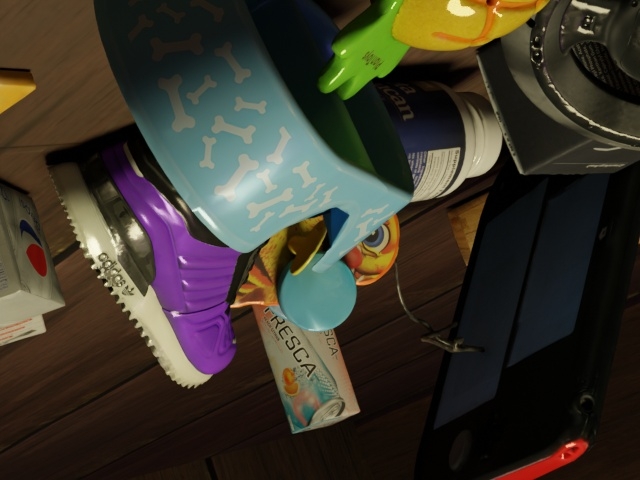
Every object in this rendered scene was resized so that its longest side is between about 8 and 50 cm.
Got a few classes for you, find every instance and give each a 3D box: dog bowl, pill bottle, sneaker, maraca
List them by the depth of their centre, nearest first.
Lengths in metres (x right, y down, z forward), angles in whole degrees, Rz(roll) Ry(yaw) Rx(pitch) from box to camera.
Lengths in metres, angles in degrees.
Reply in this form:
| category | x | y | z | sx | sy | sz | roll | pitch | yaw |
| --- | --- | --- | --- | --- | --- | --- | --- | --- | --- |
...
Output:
| category | x | y | z | sx | sy | sz | roll | pitch | yaw |
| --- | --- | --- | --- | --- | --- | --- | --- | --- | --- |
| maraca | 0.068 | -0.144 | 0.822 | 0.186 | 0.099 | 0.127 | -46 | 166 | 10 |
| dog bowl | -0.024 | -0.076 | 0.890 | 0.074 | 0.166 | 0.297 | -27 | 167 | 14 |
| pill bottle | 0.059 | -0.076 | 1.201 | 0.169 | 0.094 | 0.094 | -10 | 165 | -42 |
| sneaker | -0.088 | 0.010 | 1.201 | 0.146 | 0.102 | 0.293 | -29 | 149 | -2 |

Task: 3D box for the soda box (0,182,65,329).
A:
| category | x | y | z | sx | sy | sz | roll | pitch | yaw |
| --- | --- | --- | --- | --- | --- | --- | --- | --- | --- |
| soda box | -0.339 | 0.050 | 1.131 | 0.286 | 0.091 | 0.098 | -20 | 169 | 6 |

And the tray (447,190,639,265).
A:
| category | x | y | z | sx | sy | sz | roll | pitch | yaw |
| --- | --- | --- | --- | --- | --- | --- | --- | --- | --- |
| tray | 0.343 | -0.047 | 1.862 | 0.203 | 0.076 | 0.411 | -26 | 166 | 32 |

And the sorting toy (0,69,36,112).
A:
| category | x | y | z | sx | sy | sz | roll | pitch | yaw |
| --- | --- | --- | --- | --- | --- | --- | --- | --- | --- |
| sorting toy | -0.294 | -0.058 | 0.814 | 0.347 | 0.047 | 0.196 | -10 | 165 | -41 |

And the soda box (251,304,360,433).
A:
| category | x | y | z | sx | sy | sz | roll | pitch | yaw |
| --- | --- | --- | --- | --- | --- | --- | --- | --- | --- |
| soda box | -0.021 | 0.119 | 1.749 | 0.063 | 0.183 | 0.058 | -6 | 163 | -45 |

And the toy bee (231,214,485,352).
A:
| category | x | y | z | sx | sy | sz | roll | pitch | yaw |
| --- | --- | --- | --- | --- | --- | --- | --- | --- | --- |
| toy bee | 0.000 | 0.000 | 1.404 | 0.298 | 0.162 | 0.195 | 8 | 180 | -35 |

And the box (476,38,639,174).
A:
| category | x | y | z | sx | sy | sz | roll | pitch | yaw |
| --- | --- | --- | --- | --- | --- | --- | --- | --- | --- |
| box | 0.251 | -0.138 | 1.192 | 0.207 | 0.108 | 0.153 | -27 | 166 | 35 |

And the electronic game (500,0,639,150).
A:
| category | x | y | z | sx | sy | sz | roll | pitch | yaw |
| --- | --- | --- | --- | --- | --- | --- | --- | --- | --- |
| electronic game | 0.234 | -0.141 | 1.032 | 0.229 | 0.048 | 0.229 | 6 | 139 | 5 |

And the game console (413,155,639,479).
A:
| category | x | y | z | sx | sy | sz | roll | pitch | yaw |
| --- | --- | --- | --- | --- | --- | --- | --- | --- | --- |
| game console | 0.196 | 0.046 | 1.422 | 0.060 | 0.386 | 0.342 | 20 | 157 | -7 |

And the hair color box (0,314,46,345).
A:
| category | x | y | z | sx | sy | sz | roll | pitch | yaw |
| --- | --- | --- | --- | --- | --- | --- | --- | --- | --- |
| hair color box | -0.289 | 0.054 | 1.332 | 0.093 | 0.053 | 0.167 | -18 | 167 | -12 |
